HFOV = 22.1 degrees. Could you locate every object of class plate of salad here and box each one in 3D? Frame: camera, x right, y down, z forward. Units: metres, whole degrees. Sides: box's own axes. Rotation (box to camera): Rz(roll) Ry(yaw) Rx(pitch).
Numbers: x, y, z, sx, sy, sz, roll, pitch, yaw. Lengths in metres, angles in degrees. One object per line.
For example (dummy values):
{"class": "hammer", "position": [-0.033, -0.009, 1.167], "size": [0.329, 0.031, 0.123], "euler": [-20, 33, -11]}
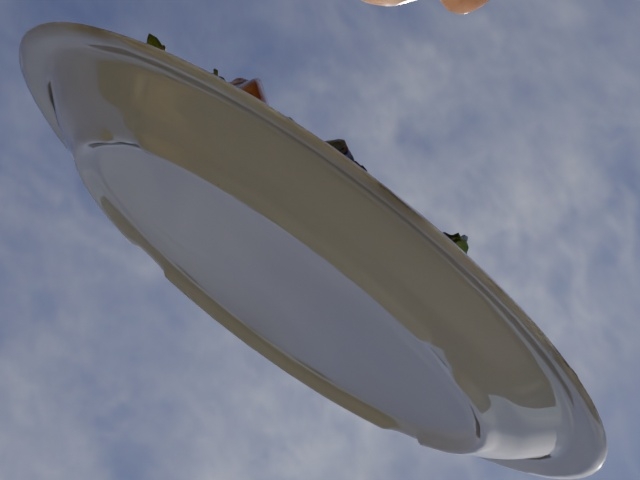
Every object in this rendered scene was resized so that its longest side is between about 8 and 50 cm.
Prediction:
{"class": "plate of salad", "position": [0.000, 0.000, 0.466], "size": [0.200, 0.200, 0.048], "euler": [43, -108, -22]}

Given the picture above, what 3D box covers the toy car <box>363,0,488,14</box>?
{"class": "toy car", "position": [0.094, -0.159, 0.478], "size": [0.238, 0.219, 0.210], "euler": [-43, -28, -1]}
